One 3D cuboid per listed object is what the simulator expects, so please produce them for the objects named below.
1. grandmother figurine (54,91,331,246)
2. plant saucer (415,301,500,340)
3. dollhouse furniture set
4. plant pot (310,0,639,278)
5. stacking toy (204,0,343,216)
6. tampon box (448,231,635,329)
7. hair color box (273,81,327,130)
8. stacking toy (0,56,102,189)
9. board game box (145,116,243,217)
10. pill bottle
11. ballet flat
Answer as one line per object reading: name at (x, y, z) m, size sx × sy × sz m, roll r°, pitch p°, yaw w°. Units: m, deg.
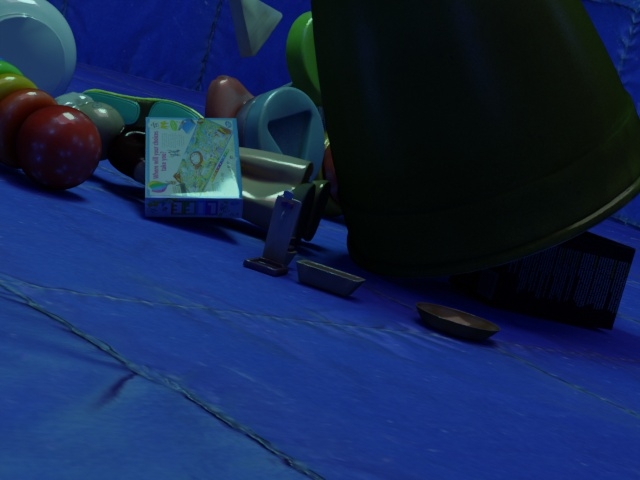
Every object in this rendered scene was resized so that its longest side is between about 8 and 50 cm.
grandmother figurine at (-0.163, -0.090, 1.750) m, size 0.342 × 0.104 × 0.208 m, roll 20°, pitch 1°, yaw 11°
plant saucer at (0.128, 0.078, 1.425) m, size 0.083 × 0.015 × 0.083 m, roll 16°, pitch 7°, yaw -2°
dollhouse furniture set at (0.000, 0.000, 1.473) m, size 0.114 × 0.081 × 0.091 m, roll 18°, pitch 8°, yaw 16°
plant pot at (0.143, -0.201, 1.651) m, size 0.366 × 0.353 × 0.366 m, roll -19°, pitch 20°, yaw 7°
stacking toy at (0.002, -0.182, 1.974) m, size 0.130 × 0.279 × 0.309 m, roll -3°, pitch -7°, yaw 40°
tampon box at (0.252, 0.029, 1.729) m, size 0.161 × 0.101 × 0.120 m, roll 13°, pitch 7°, yaw -24°
hair color box at (0.046, -0.137, 2.252) m, size 0.347 × 0.105 × 0.174 m, roll 10°, pitch -23°, yaw -42°
stacking toy at (-0.362, -0.140, 1.651) m, size 0.330 × 0.141 × 0.141 m, roll 30°, pitch 14°, yaw 37°
board game box at (-0.139, -0.081, 1.641) m, size 0.103 × 0.026 × 0.154 m, roll 1°, pitch 38°, yaw -7°
pill bottle at (-0.454, -0.274, 2.165) m, size 0.181 × 0.181 × 0.323 m, roll 13°, pitch 8°, yaw -22°
ballet flat at (-0.268, -0.183, 2.342) m, size 0.231 × 0.077 × 0.077 m, roll 16°, pitch -10°, yaw 10°
